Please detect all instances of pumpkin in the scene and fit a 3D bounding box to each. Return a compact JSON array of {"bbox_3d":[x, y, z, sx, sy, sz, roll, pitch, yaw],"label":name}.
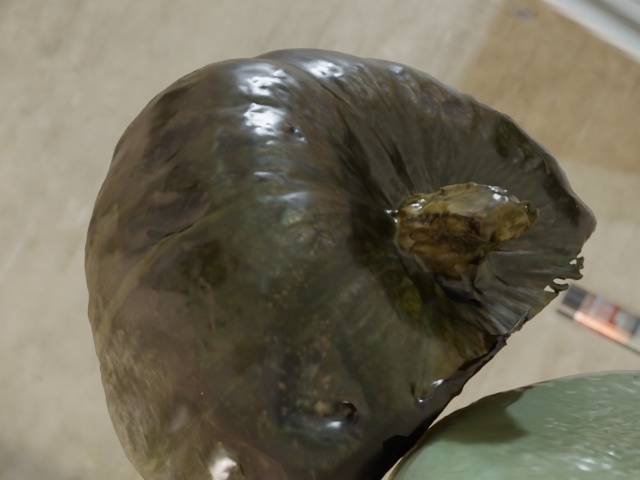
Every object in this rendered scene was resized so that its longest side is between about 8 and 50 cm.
[{"bbox_3d":[0.000,0.000,0.854,0.242,0.232,0.325,-40,3,37],"label":"pumpkin"}]

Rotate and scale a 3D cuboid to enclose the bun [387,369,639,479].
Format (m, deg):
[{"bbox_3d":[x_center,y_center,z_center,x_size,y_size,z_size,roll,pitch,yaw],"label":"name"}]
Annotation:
[{"bbox_3d":[0.170,0.176,0.738,0.293,0.293,0.187,-28,-63,-70],"label":"bun"}]
